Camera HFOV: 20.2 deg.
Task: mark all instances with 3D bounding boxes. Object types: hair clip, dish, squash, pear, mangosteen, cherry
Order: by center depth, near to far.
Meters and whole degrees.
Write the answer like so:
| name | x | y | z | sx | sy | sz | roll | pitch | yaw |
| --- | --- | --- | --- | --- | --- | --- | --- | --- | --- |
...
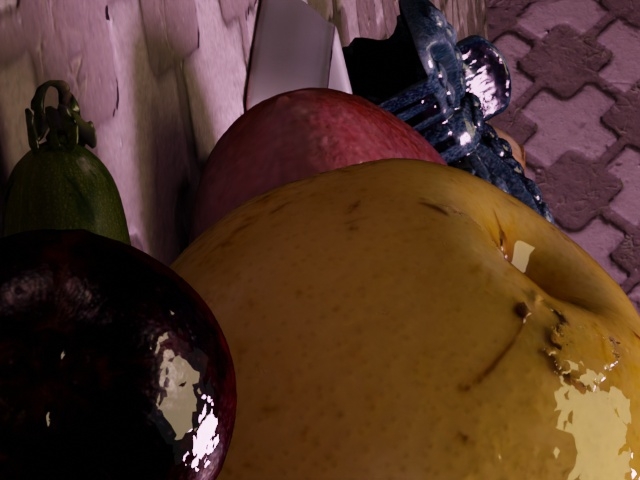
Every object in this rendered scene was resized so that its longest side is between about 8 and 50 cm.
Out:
| name | x | y | z | sx | sy | sz | roll | pitch | yaw |
| --- | --- | --- | --- | --- | --- | --- | --- | --- | --- |
| mangosteen | -0.111 | 0.069 | 0.758 | 0.152 | 0.152 | 0.152 | -5 | 90 | -80 |
| squash | -0.125 | 0.077 | 0.873 | 0.071 | 0.080 | 0.318 | -35 | -132 | 55 |
| pear | 0.039 | 0.128 | 1.004 | 0.348 | 0.348 | 0.348 | -5 | 90 | -80 |
| cherry | -0.002 | 0.007 | 1.262 | 0.239 | 0.206 | 0.239 | 30 | 45 | -35 |
| dish | -0.011 | -0.135 | 1.598 | 0.234 | 0.064 | 0.154 | -86 | 166 | -46 |
| hair clip | 0.115 | -0.111 | 1.833 | 0.310 | 0.194 | 0.206 | 61 | 8 | -23 |

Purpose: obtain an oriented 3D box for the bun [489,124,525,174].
| name | x | y | z | sx | sy | sz | roll | pitch | yaw |
| --- | --- | --- | --- | --- | --- | --- | --- | --- | --- |
| bun | 0.143 | 0.003 | 2.098 | 0.299 | 0.165 | 0.299 | 8 | 90 | -89 |
